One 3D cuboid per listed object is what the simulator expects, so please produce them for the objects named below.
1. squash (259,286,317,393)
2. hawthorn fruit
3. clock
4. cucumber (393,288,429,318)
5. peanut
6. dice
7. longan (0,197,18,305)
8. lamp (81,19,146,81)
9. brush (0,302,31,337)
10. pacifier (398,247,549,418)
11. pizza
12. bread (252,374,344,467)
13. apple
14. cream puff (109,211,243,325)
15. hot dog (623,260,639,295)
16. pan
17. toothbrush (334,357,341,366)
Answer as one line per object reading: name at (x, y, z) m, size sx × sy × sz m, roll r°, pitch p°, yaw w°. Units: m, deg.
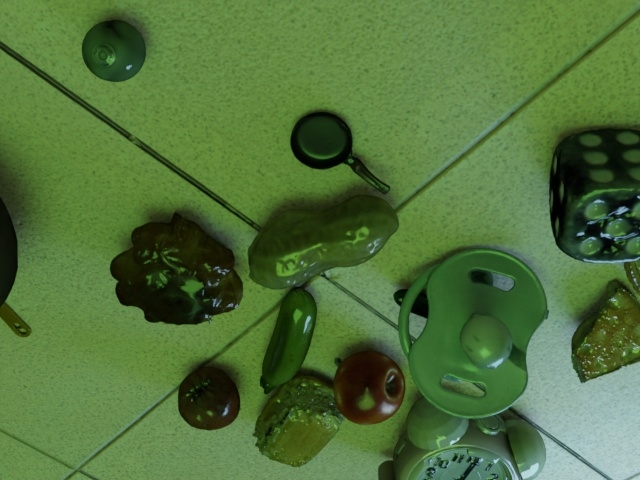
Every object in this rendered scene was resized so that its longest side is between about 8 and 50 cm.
squash at (-0.072, 0.238, 1.806) m, size 0.095 × 0.094 × 0.340 m, roll 15°, pitch 128°, yaw -6°
hawthorn fruit at (-0.249, 0.385, 1.907) m, size 0.149 × 0.149 × 0.189 m, roll -15°, pitch 121°, yaw 17°
clock at (0.327, 0.526, 1.946) m, size 0.342 × 0.184 × 0.325 m, roll 17°, pitch 124°, yaw -14°
cucumber at (0.271, 0.166, 1.738) m, size 0.284 × 0.056 × 0.056 m, roll 27°, pitch 126°, yaw -21°
peanut at (0.000, 0.000, 1.583) m, size 0.314 × 0.149 × 0.149 m, roll -14°, pitch 126°, yaw 16°
dice at (0.500, -0.078, 1.436) m, size 0.182 × 0.182 × 0.183 m, roll -1°, pitch 130°, yaw 5°
longan at (-0.758, 0.015, 1.540) m, size 0.405 × 0.336 × 0.404 m, roll 2°, pitch 141°, yaw 2°
lamp at (-0.346, -0.318, 1.382) m, size 0.105 × 0.105 × 0.105 m, roll 3°, pitch 129°, yaw 4°
brush at (-0.736, 0.124, 1.831) m, size 0.103 × 0.013 × 0.272 m, roll -18°, pitch 125°, yaw 19°
pacifier at (0.293, 0.180, 1.590) m, size 0.289 × 0.269 × 0.343 m, roll 12°, pitch 89°, yaw 5°
pizza at (0.588, 0.181, 1.711) m, size 0.188 × 0.080 × 0.204 m, roll -26°, pitch 114°, yaw -3°
bread at (-0.046, 0.424, 1.933) m, size 0.174 × 0.121 × 0.245 m, roll 20°, pitch 124°, yaw -21°
apple at (0.109, 0.324, 1.814) m, size 0.139 × 0.163 × 0.163 m, roll -17°, pitch 126°, yaw 32°
cream puff at (-0.284, 0.070, 1.652) m, size 0.269 × 0.154 × 0.241 m, roll 22°, pitch 127°, yaw -9°
hot dog at (0.612, 0.030, 1.598) m, size 0.066 × 0.047 × 0.215 m, roll -39°, pitch 124°, yaw -11°
pan at (0.044, -0.156, 1.509) m, size 0.212 × 0.040 × 0.115 m, roll 34°, pitch 124°, yaw -11°
toothbrush at (0.084, 0.340, 1.920) m, size 0.017 × 0.014 × 0.194 m, roll -21°, pitch 124°, yaw 21°
